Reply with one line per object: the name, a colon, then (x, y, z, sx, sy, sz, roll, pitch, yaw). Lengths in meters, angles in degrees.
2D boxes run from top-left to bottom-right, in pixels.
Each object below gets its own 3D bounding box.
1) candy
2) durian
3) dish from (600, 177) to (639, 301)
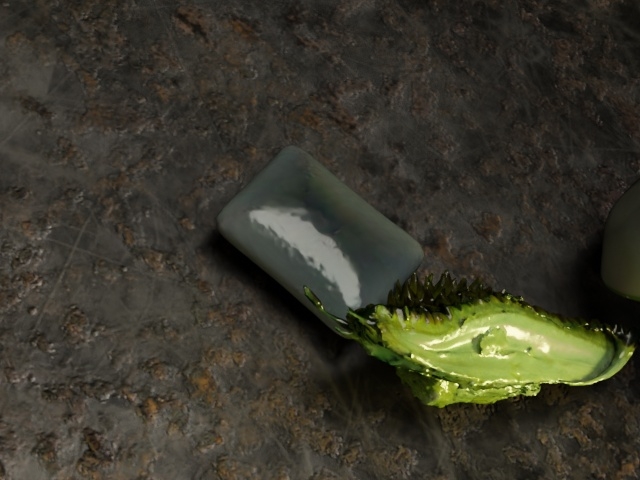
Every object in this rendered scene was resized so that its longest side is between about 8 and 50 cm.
candy: (0.000, 0.000, 1.670, 0.174, 0.071, 0.138, 40, 51, 3)
durian: (0.133, 0.088, 1.638, 0.375, 0.107, 0.132, 5, 80, -31)
dish: (0.421, -0.051, 1.734, 0.324, 0.324, 0.124, -25, 107, -36)
